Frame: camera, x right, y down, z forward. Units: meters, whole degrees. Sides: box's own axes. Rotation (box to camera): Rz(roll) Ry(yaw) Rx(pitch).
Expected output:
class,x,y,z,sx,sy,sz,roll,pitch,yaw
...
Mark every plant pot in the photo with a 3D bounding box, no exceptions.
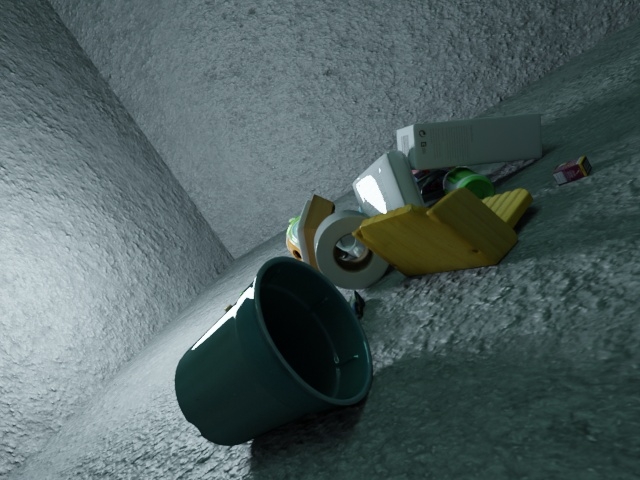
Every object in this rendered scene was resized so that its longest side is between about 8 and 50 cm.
class,x,y,z,sx,sy,sz,roll,pitch,yaw
plant pot,-0.121,0.267,1.098,0.334,0.341,0.341,-38,7,25

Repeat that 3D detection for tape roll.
class,x,y,z,sx,sy,sz,roll,pitch,yaw
tape roll,0.101,0.026,1.668,0.246,0.246,0.169,-34,9,3

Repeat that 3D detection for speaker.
class,x,y,z,sx,sy,sz,roll,pitch,yaw
speaker,0.501,-0.178,1.706,0.131,0.131,0.296,-32,10,11

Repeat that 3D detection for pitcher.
class,x,y,z,sx,sy,sz,roll,pitch,yaw
pitcher,0.149,0.017,1.876,0.125,0.177,0.207,-49,-26,17

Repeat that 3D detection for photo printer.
class,x,y,z,sx,sy,sz,roll,pitch,yaw
photo printer,0.250,-0.128,1.780,0.107,0.307,0.256,-7,-19,-32

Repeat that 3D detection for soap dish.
class,x,y,z,sx,sy,sz,roll,pitch,yaw
soap dish,0.000,0.000,1.961,0.118,0.290,0.228,0,38,12

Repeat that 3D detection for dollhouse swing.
class,x,y,z,sx,sy,sz,roll,pitch,yaw
dollhouse swing,0.341,-0.084,1.370,0.347,0.315,0.304,-17,40,61

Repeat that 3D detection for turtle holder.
class,x,y,z,sx,sy,sz,roll,pitch,yaw
turtle holder,0.008,0.001,2.249,0.321,0.243,0.227,4,26,-7

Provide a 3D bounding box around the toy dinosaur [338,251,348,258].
class,x,y,z,sx,sy,sz,roll,pitch,yaw
toy dinosaur,0.168,-0.025,2.063,0.314,0.121,0.160,-26,-2,18

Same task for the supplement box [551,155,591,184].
class,x,y,z,sx,sy,sz,roll,pitch,yaw
supplement box,0.698,-0.194,1.389,0.083,0.043,0.055,-21,16,49

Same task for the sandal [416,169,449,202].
class,x,y,z,sx,sy,sz,roll,pitch,yaw
sandal,0.399,-0.206,1.997,0.446,0.107,0.167,-15,7,20

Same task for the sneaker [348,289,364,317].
class,x,y,z,sx,sy,sz,roll,pitch,yaw
sneaker,0.092,0.193,1.474,0.058,0.052,0.135,-35,9,19

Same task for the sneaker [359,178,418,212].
class,x,y,z,sx,sy,sz,roll,pitch,yaw
sneaker,0.329,-0.211,2.274,0.319,0.127,0.208,-10,45,45

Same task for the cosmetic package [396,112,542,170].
class,x,y,z,sx,sy,sz,roll,pitch,yaw
cosmetic package,0.527,-0.351,1.804,0.454,0.161,0.230,-6,8,-4

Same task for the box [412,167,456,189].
class,x,y,z,sx,sy,sz,roll,pitch,yaw
box,0.470,-0.334,2.125,0.154,0.142,0.300,-30,-20,20

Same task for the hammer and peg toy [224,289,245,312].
class,x,y,z,sx,sy,sz,roll,pitch,yaw
hammer and peg toy,-0.210,0.218,2.085,0.266,0.127,0.361,-23,15,47
